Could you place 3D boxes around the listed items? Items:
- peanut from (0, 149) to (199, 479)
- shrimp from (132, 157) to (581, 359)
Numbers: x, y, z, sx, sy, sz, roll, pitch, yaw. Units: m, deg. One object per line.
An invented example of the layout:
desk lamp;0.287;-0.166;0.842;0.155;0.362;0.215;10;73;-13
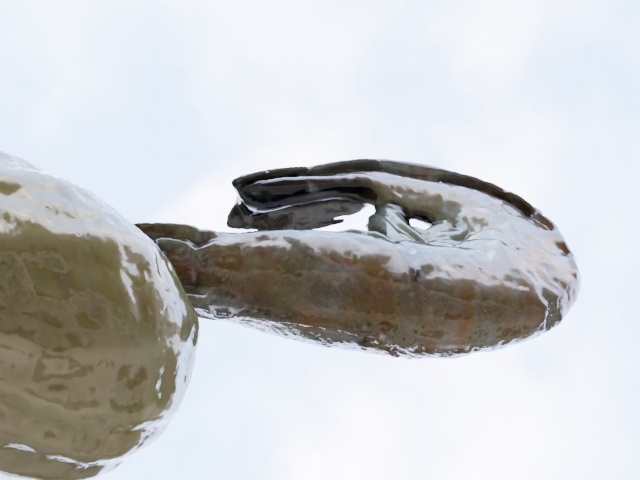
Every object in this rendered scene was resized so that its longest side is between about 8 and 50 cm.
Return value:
peanut;-0.162;0.017;0.697;0.256;0.123;0.123;15;-65;-34
shrimp;0.000;0.000;0.836;0.223;0.126;0.047;5;-54;-9
